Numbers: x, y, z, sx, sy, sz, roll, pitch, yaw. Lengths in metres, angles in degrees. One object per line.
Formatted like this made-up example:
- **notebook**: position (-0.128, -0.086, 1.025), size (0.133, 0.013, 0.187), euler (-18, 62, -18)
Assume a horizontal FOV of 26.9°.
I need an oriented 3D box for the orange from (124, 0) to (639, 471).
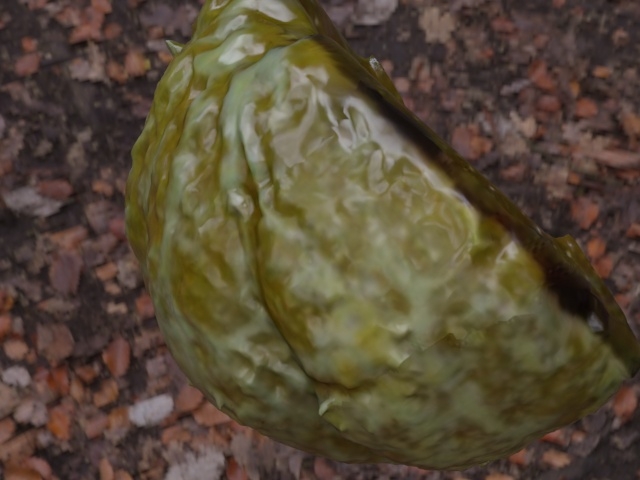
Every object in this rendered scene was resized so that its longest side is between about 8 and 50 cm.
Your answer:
- **orange**: position (0.000, 0.000, 0.772), size (0.210, 0.271, 0.368), euler (-35, 32, 2)
